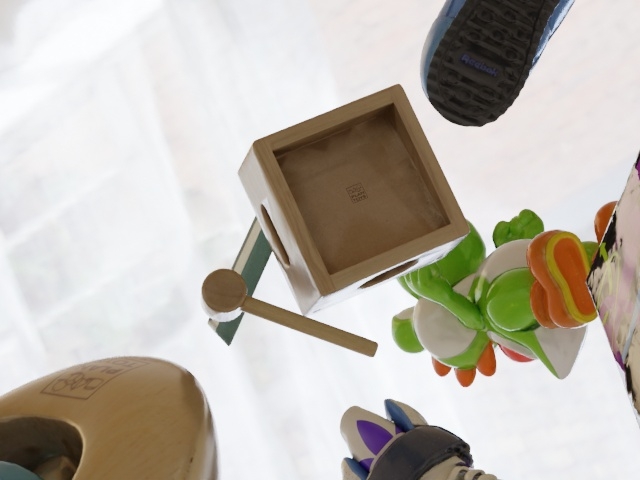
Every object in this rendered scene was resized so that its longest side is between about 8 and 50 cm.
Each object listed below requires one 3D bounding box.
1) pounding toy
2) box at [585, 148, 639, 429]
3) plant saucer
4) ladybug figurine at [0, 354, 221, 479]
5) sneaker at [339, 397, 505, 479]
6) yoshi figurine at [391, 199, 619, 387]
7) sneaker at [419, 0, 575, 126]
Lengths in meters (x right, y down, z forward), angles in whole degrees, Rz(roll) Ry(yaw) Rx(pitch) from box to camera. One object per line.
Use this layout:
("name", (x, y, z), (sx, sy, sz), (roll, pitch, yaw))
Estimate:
("pounding toy", (-0.001, 0.011, 1.300), (0.206, 0.181, 0.094), (-23, 171, -15))
("box", (0.161, 0.008, 0.762), (0.029, 0.162, 0.116), (15, 113, -9))
("plant saucer", (-0.045, -0.008, 1.394), (0.192, 0.018, 0.067), (-65, -168, -1))
("ladybug figurine", (-0.220, 0.247, 1.134), (0.305, 0.162, 0.449), (2, -143, 46))
("sneaker", (0.096, 0.223, 1.426), (0.130, 0.236, 0.323), (-48, 167, -9))
("yoshi figurine", (0.184, 0.028, 1.882), (0.203, 0.203, 0.362), (32, 152, -22))
("sneaker", (0.121, -0.162, 0.966), (0.209, 0.069, 0.082), (-56, -168, 20))
